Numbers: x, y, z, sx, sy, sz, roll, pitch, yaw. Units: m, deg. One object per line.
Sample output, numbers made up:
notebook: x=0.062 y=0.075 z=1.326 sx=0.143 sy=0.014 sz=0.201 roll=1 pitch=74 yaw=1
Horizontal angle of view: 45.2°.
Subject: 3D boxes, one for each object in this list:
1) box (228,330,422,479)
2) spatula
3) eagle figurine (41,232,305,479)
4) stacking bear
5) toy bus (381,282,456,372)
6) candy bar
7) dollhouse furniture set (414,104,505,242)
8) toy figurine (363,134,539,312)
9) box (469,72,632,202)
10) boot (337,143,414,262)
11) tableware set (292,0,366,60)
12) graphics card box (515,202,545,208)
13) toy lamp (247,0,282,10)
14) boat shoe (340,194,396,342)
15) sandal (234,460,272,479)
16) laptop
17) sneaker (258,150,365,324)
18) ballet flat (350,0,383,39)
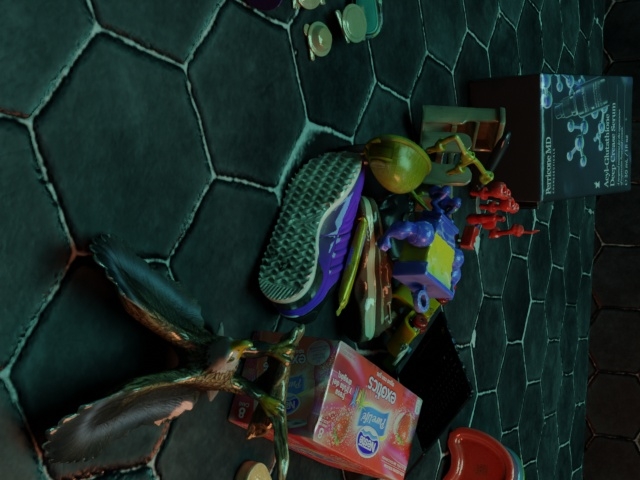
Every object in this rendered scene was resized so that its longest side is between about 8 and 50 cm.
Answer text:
box: x=0.018 y=0.256 z=1.163 sx=0.300 sy=0.154 sz=0.142 roll=43 pitch=58 yaw=-50
spatula: x=0.307 y=-0.082 z=1.462 sx=0.084 sy=0.030 sz=0.296 roll=-46 pitch=154 yaw=-46
eagle figurine: x=-0.160 y=0.135 z=0.883 sx=0.298 sy=0.225 sz=0.226 roll=14 pitch=33 yaw=-29
stacking bear: x=0.413 y=0.568 z=1.846 sx=0.289 sy=0.164 sz=0.175 roll=43 pitch=55 yaw=-57
toy bus: x=0.153 y=0.136 z=1.432 sx=0.191 sy=0.104 sz=0.202 roll=-50 pitch=168 yaw=-9
candy bar: x=0.048 y=0.038 z=1.175 sx=0.040 sy=0.018 sz=0.161 roll=78 pitch=26 yaw=-70
dollhouse furniture set: x=0.271 y=-0.137 z=1.493 sx=0.212 sy=0.161 sz=0.242 roll=86 pitch=10 yaw=-58
toy figurine: x=0.191 y=0.007 z=1.237 sx=0.362 sy=0.191 sz=0.217 roll=37 pitch=65 yaw=-49
box: x=0.575 y=-0.256 z=1.898 sx=0.395 sy=0.212 sz=0.294 roll=-9 pitch=100 yaw=-38
boot: x=0.107 y=-0.057 z=1.355 sx=0.246 sy=0.094 sz=0.207 roll=8 pitch=81 yaw=-65
tableware set: x=0.014 y=-0.377 z=1.243 sx=0.168 sy=0.020 sz=0.141 roll=-33 pitch=115 yaw=-42
graphics card box: x=0.630 y=-0.240 z=2.212 sx=0.371 sy=0.094 sz=0.233 roll=-25 pitch=112 yaw=-54
toy lamp: x=-0.022 y=-0.431 z=1.141 sx=0.275 sy=0.080 sz=0.080 roll=-57 pitch=137 yaw=-40
boat shoe: x=0.085 y=0.043 z=1.313 sx=0.095 sy=0.095 sz=0.257 roll=-12 pitch=114 yaw=-31
sandal: x=-0.050 y=0.423 z=1.135 sx=0.088 sy=0.079 sz=0.240 roll=-54 pitch=135 yaw=-43
laptop: x=0.162 y=0.300 z=1.365 sx=0.234 sy=0.136 sz=0.264 roll=113 pitch=-31 yaw=-47
sneaker: x=-0.001 y=0.000 z=1.192 sx=0.293 sy=0.102 sz=0.146 roll=-65 pitch=149 yaw=-27
ballet flat: x=0.077 y=-0.443 z=1.334 sx=0.070 sy=0.070 sz=0.188 roll=-5 pitch=97 yaw=-59
